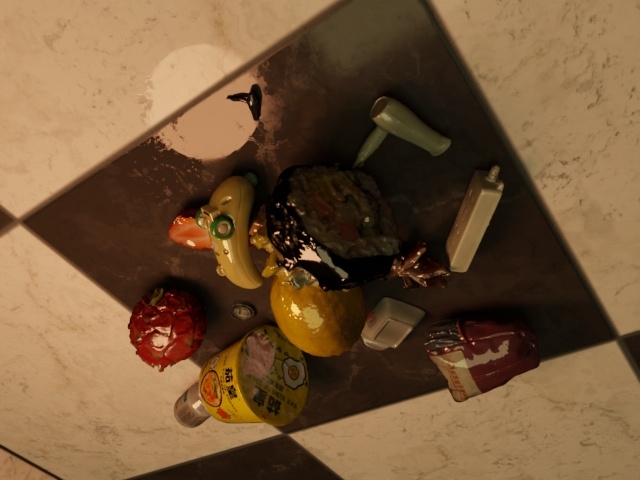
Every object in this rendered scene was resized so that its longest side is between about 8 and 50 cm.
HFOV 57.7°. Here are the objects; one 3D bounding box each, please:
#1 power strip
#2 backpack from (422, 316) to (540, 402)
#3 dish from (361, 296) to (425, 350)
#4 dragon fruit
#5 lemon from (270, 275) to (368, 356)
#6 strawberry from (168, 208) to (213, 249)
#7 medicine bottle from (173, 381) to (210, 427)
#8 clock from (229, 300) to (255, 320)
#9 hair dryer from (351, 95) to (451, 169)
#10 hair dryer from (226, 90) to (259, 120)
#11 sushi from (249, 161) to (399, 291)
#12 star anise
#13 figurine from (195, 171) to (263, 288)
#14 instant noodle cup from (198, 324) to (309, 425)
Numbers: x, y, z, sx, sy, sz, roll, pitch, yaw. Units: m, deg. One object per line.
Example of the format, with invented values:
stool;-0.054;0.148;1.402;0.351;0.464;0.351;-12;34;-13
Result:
power strip;0.395;-0.052;1.511;0.058;0.098;0.338;8;132;-4
backpack;0.502;0.334;1.778;0.317;0.197;0.283;-22;124;19
dish;0.220;0.291;1.865;0.154;0.064;0.234;20;132;-11
dragon fruit;-0.488;0.280;1.854;0.244;0.244;0.299;22;123;-12
lemon;-0.010;0.177;1.665;0.316;0.285;0.285;47;124;-4
strawberry;-0.348;-0.032;1.650;0.187;0.082;0.146;-10;124;25
medicine bottle;-0.453;0.609;2.195;0.135;0.135;0.215;31;128;-19
clock;-0.256;0.233;1.912;0.085;0.017;0.085;4;132;5
hair dryer;0.166;-0.226;1.426;0.206;0.075;0.237;28;137;-25
hair dryer;-0.186;-0.329;1.403;0.083;0.031;0.079;14;142;14
sushi;0.000;0.000;1.425;0.328;0.329;0.285;-8;150;-43
star anise;0.230;0.063;1.633;0.288;0.088;0.288;18;148;12
figurine;-0.201;-0.020;1.576;0.124;0.222;0.324;24;134;51
instant noodle cup;-0.234;0.468;1.942;0.254;0.325;0.325;-25;124;38
